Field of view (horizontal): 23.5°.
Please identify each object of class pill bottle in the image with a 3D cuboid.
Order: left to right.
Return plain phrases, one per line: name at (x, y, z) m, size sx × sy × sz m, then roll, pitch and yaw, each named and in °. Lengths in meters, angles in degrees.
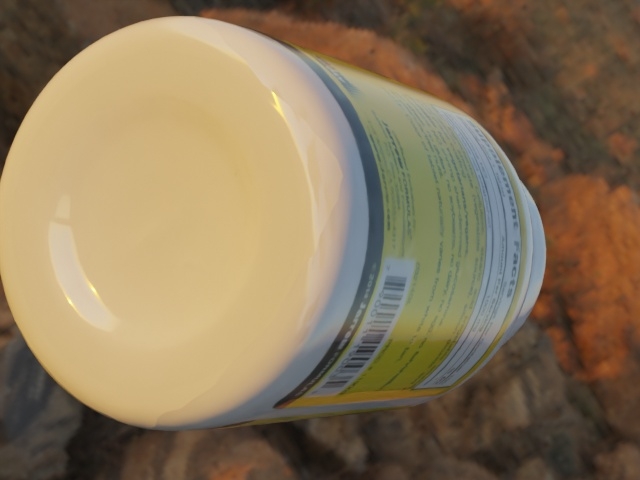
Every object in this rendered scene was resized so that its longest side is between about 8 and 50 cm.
pill bottle at (0.000, 0.000, 0.819) m, size 0.188 × 0.188 × 0.334 m, roll 61°, pitch 21°, yaw 17°
